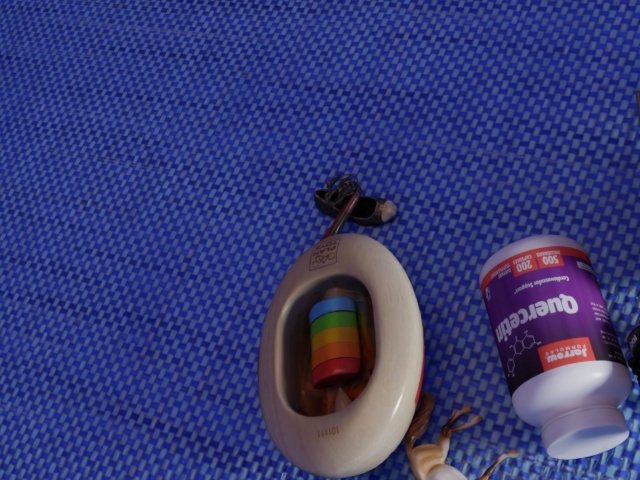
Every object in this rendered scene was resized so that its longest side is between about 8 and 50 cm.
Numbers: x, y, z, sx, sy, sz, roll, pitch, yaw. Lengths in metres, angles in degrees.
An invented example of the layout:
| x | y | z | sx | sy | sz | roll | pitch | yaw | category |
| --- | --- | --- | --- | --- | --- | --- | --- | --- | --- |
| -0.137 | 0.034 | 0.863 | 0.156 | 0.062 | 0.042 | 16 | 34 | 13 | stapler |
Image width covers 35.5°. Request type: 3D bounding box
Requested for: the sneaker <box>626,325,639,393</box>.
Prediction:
| x | y | z | sx | sy | sz | roll | pitch | yaw | category |
| --- | --- | --- | --- | --- | --- | --- | --- | --- | --- |
| 0.492 | 0.193 | 1.428 | 0.135 | 0.097 | 0.276 | 22 | 46 | 18 | sneaker |

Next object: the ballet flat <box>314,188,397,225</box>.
| x | y | z | sx | sy | sz | roll | pitch | yaw | category |
| --- | --- | --- | --- | --- | --- | --- | --- | --- | --- |
| 0.064 | -0.064 | 1.900 | 0.173 | 0.049 | 0.057 | 8 | 66 | 28 | ballet flat |

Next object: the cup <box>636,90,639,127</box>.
| x | y | z | sx | sy | sz | roll | pitch | yaw | category |
| --- | --- | --- | --- | --- | --- | --- | --- | --- | --- |
| 0.612 | -0.079 | 1.492 | 0.237 | 0.331 | 0.331 | -8 | 59 | 18 | cup |

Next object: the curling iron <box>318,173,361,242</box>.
| x | y | z | sx | sy | sz | roll | pitch | yaw | category |
| --- | --- | --- | --- | --- | --- | --- | --- | --- | --- |
| 0.000 | 0.000 | 1.877 | 0.068 | 0.035 | 0.274 | 24 | 90 | 16 | curling iron |

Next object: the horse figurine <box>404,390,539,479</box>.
| x | y | z | sx | sy | sz | roll | pitch | yaw | category |
| --- | --- | --- | --- | --- | --- | --- | --- | --- | --- |
| 0.215 | 0.362 | 1.577 | 0.174 | 0.066 | 0.263 | -39 | 55 | -7 | horse figurine |

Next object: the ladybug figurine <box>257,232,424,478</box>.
| x | y | z | sx | sy | sz | roll | pitch | yaw | category |
| --- | --- | --- | --- | --- | --- | --- | --- | --- | --- |
| 0.047 | 0.191 | 1.675 | 0.305 | 0.162 | 0.449 | -18 | 52 | 27 | ladybug figurine |

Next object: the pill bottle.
| x | y | z | sx | sy | sz | roll | pitch | yaw | category |
| --- | --- | --- | --- | --- | --- | --- | --- | --- | --- |
| 0.367 | 0.163 | 1.550 | 0.182 | 0.181 | 0.322 | -19 | 56 | 13 | pill bottle |
